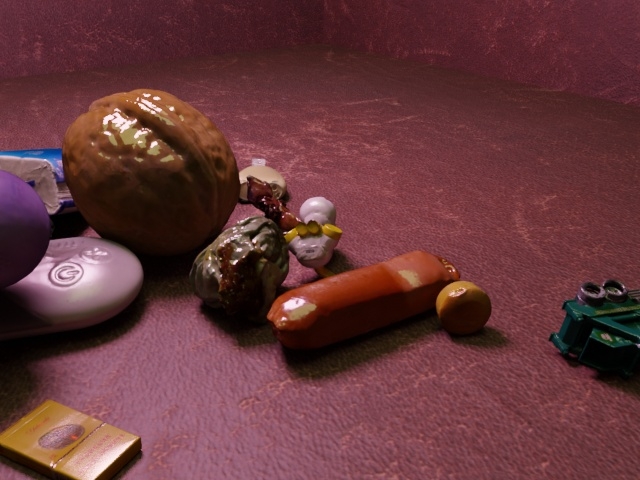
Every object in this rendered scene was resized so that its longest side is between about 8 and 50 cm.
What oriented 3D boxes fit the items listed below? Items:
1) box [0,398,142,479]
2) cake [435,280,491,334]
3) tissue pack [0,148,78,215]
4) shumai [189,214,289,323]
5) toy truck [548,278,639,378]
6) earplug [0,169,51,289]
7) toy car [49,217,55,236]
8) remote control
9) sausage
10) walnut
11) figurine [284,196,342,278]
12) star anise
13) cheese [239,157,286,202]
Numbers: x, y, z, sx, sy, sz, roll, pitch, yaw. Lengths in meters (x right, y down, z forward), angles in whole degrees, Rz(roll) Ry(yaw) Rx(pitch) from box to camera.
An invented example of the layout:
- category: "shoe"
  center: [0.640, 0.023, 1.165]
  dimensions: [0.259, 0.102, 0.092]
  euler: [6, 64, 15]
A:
- category: "box"
  center: [-0.302, 0.243, 0.754]
  dimensions: [0.155, 0.023, 0.087]
  euler: [13, 31, 24]
- category: "cake"
  center: [0.221, 0.105, 0.980]
  dimensions: [0.084, 0.084, 0.044]
  euler: [-3, 24, -7]
- category: "tissue pack"
  center: [-0.582, -0.125, 1.314]
  dimensions: [0.209, 0.137, 0.270]
  euler: [3, 7, 4]
- category: "shumai"
  center: [-0.105, 0.058, 1.025]
  dimensions: [0.184, 0.184, 0.142]
  euler: [-15, 54, -30]
- category: "toy truck"
  center: [0.455, 0.130, 0.915]
  dimensions: [0.216, 0.110, 0.116]
  euler: [-5, 39, -13]
- category: "earplug"
  center: [-0.596, 0.027, 0.853]
  dimensions: [0.455, 0.215, 0.215]
  euler: [-19, 28, -4]
- category: "toy car"
  center: [-0.601, -0.012, 1.244]
  dimensions: [0.143, 0.054, 0.073]
  euler: [0, 24, -4]
- category: "remote control"
  center: [-0.454, 0.073, 1.011]
  dimensions: [0.332, 0.103, 0.221]
  euler: [-9, 32, -16]
- category: "sausage"
  center: [0.074, 0.093, 0.994]
  dimensions: [0.348, 0.094, 0.097]
  euler: [-13, 42, -30]
- category: "walnut"
  center: [-0.314, -0.128, 1.176]
  dimensions: [0.332, 0.333, 0.333]
  euler: [0, 26, 0]
- category: "figurine"
  center: [-0.002, -0.008, 1.164]
  dimensions: [0.109, 0.130, 0.178]
  euler: [-16, 26, 12]
- category: "star anise"
  center: [-0.122, -0.034, 1.311]
  dimensions: [0.140, 0.144, 0.158]
  euler: [38, 6, -41]
- category: "cheese"
  center: [-0.152, -0.160, 1.559]
  dimensions: [0.127, 0.054, 0.251]
  euler: [1, 25, -7]
